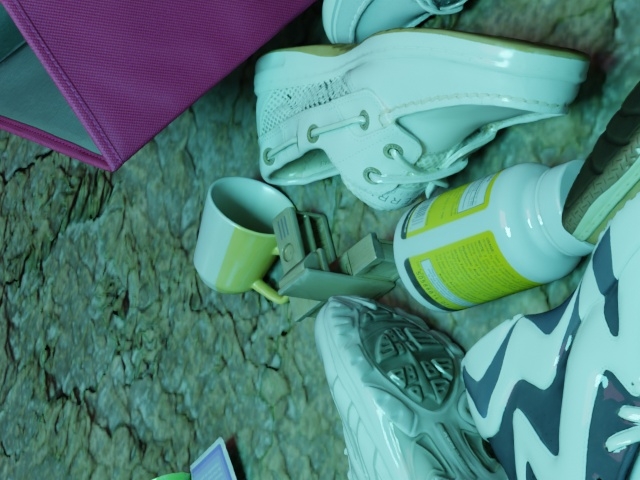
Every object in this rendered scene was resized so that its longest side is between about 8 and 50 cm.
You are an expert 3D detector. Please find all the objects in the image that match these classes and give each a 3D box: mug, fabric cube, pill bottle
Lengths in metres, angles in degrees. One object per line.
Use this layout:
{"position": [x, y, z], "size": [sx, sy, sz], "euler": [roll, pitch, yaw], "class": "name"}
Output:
{"position": [-0.052, 0.006, 0.990], "size": [0.064, 0.062, 0.078], "euler": [-65, 33, 32], "class": "mug"}
{"position": [-0.151, -0.236, 0.921], "size": [0.258, 0.259, 0.254], "euler": [-42, 34, -18], "class": "fabric cube"}
{"position": [0.098, -0.004, 0.794], "size": [0.116, 0.065, 0.065], "euler": [-21, 66, 49], "class": "pill bottle"}

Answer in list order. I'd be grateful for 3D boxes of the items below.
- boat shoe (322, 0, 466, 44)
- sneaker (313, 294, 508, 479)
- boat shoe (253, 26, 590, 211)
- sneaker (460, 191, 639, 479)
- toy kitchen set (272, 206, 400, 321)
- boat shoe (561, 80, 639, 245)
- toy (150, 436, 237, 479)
{"position": [0.071, -0.165, 0.871], "size": [0.184, 0.066, 0.063], "euler": [-43, 50, 26], "class": "boat shoe"}
{"position": [0.042, 0.132, 0.823], "size": [0.115, 0.090, 0.232], "euler": [-57, 43, 33], "class": "sneaker"}
{"position": [0.049, -0.063, 0.851], "size": [0.277, 0.098, 0.096], "euler": [2, 85, 61], "class": "boat shoe"}
{"position": [0.162, 0.074, 0.676], "size": [0.235, 0.094, 0.153], "euler": [-41, 54, 40], "class": "sneaker"}
{"position": [0.000, 0.000, 0.916], "size": [0.083, 0.068, 0.075], "euler": [-39, 54, 41], "class": "toy kitchen set"}
{"position": [0.188, -0.061, 0.686], "size": [0.190, 0.072, 0.068], "euler": [-53, 10, 27], "class": "boat shoe"}
{"position": [-0.081, 0.263, 0.976], "size": [0.137, 0.056, 0.237], "euler": [-46, 50, 38], "class": "toy"}
